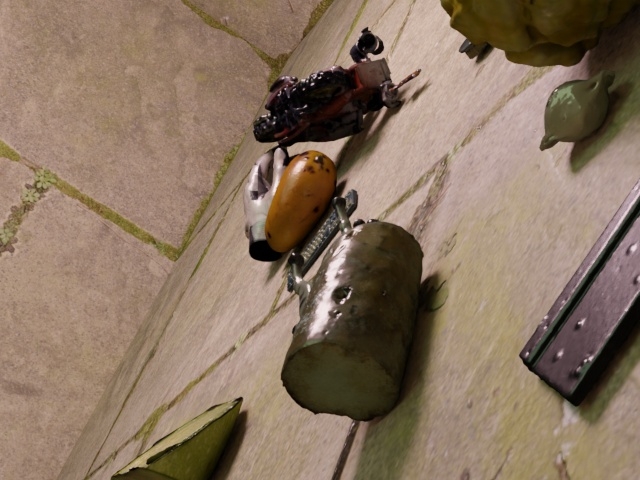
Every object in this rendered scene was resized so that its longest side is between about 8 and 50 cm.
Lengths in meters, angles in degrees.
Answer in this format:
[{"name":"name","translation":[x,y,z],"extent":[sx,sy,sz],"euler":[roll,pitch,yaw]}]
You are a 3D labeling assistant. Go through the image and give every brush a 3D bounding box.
[{"name":"brush","translation":[0.262,-0.348,1.396],"extent":[0.266,0.027,0.062],"euler":[-56,11,-15]}]

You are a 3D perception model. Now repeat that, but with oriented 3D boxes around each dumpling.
[{"name":"dumpling","translation":[0.220,-0.108,0.886],"extent":[0.052,0.057,0.076],"euler":[17,99,41]}]

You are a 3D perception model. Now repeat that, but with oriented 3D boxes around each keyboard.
[{"name":"keyboard","translation":[0.001,0.001,1.563],"extent":[0.176,0.014,0.055],"euler":[-53,15,22]},{"name":"keyboard","translation":[0.232,-0.035,0.677],"extent":[0.309,0.018,0.101],"euler":[-57,12,2]}]

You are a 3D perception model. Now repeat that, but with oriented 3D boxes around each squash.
[{"name":"squash","translation":[-0.163,0.286,1.380],"extent":[0.184,0.085,0.192],"euler":[-31,0,-29]}]

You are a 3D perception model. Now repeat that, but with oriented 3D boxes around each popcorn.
[{"name":"popcorn","translation":[0.197,-0.282,0.964],"extent":[0.249,0.249,0.225],"euler":[-60,4,-15]}]

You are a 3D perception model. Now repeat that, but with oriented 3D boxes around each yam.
[{"name":"yam","translation":[0.037,0.070,0.990],"extent":[0.107,0.107,0.194],"euler":[-48,14,38]}]

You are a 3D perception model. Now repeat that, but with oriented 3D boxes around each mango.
[{"name":"mango","translation":[-0.035,-0.061,1.688],"extent":[0.178,0.090,0.115],"euler":[-60,0,6]}]

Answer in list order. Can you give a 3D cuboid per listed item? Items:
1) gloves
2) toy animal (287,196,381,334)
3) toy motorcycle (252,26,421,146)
[{"name":"gloves","translation":[-0.086,-0.077,1.827],"extent":[0.111,0.127,0.212],"euler":[-12,58,16]},{"name":"toy animal","translation":[0.027,0.045,1.197],"extent":[0.217,0.074,0.176],"euler":[-56,25,28]},{"name":"toy motorcycle","translation":[0.039,-0.245,1.718],"extent":[0.207,0.134,0.401],"euler":[-14,-8,-25]}]
